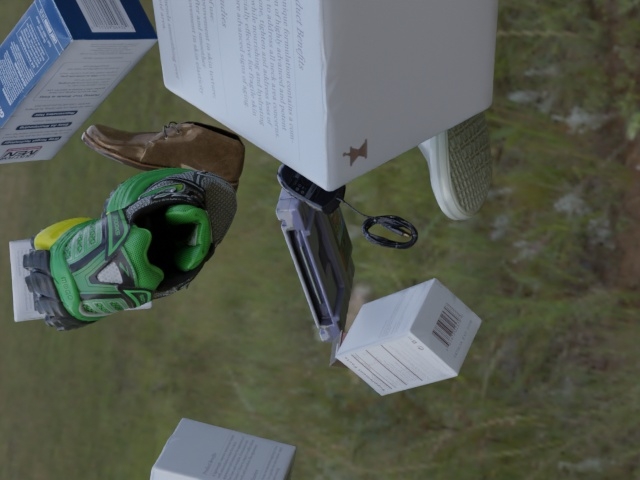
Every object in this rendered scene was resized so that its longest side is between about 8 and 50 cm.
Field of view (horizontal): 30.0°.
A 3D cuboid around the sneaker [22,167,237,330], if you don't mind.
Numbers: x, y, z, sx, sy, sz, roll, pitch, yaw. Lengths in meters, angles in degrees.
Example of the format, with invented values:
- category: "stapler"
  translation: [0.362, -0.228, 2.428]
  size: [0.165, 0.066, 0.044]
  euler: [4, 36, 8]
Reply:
- category: "sneaker"
  translation: [-0.159, 0.003, 1.263]
  size: [0.343, 0.146, 0.134]
  euler: [-46, -58, -64]

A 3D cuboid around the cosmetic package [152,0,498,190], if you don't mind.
- category: "cosmetic package"
  translation: [0.000, -0.337, 1.676]
  size: [0.394, 0.327, 0.329]
  euler: [35, 141, 37]

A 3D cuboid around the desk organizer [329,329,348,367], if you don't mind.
- category: "desk organizer"
  translation: [0.048, 0.180, 1.940]
  size: [0.130, 0.050, 0.047]
  euler: [115, 164, -78]

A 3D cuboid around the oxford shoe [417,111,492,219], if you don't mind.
- category: "oxford shoe"
  translation: [0.186, -0.210, 1.946]
  size: [0.130, 0.169, 0.449]
  euler: [-21, 51, 23]

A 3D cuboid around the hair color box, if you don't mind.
- category: "hair color box"
  translation: [-0.428, -0.254, 1.882]
  size: [0.347, 0.174, 0.105]
  euler: [-39, 72, 38]

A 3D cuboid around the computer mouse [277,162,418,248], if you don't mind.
- category: "computer mouse"
  translation: [0.040, -0.054, 1.835]
  size: [0.071, 0.242, 0.041]
  euler: [-55, -11, -14]

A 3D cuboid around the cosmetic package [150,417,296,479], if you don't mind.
- category: "cosmetic package"
  translation: [-0.147, 0.375, 1.738]
  size: [0.151, 0.184, 0.151]
  euler: [-61, -17, -68]

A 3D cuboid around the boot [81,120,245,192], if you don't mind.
- category: "boot"
  translation: [-0.289, -0.184, 2.239]
  size: [0.112, 0.305, 0.115]
  euler: [-96, 22, -66]

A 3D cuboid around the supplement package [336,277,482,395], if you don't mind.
- category: "supplement package"
  translation: [0.128, 0.144, 1.747]
  size: [0.179, 0.105, 0.105]
  euler: [-24, 30, 52]

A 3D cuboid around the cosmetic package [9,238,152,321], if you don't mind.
- category: "cosmetic package"
  translation: [-0.410, 0.058, 2.055]
  size: [0.224, 0.225, 0.138]
  euler: [173, 93, -79]

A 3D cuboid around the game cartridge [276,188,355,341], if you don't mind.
- category: "game cartridge"
  translation: [0.000, 0.000, 2.388]
  size: [0.230, 0.068, 0.355]
  euler: [-73, -27, -45]
